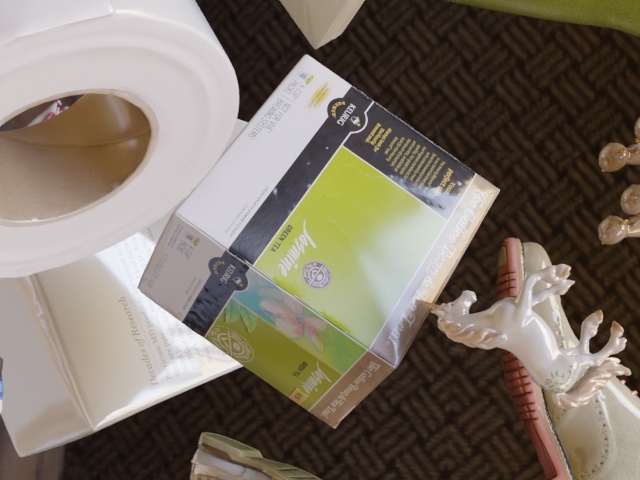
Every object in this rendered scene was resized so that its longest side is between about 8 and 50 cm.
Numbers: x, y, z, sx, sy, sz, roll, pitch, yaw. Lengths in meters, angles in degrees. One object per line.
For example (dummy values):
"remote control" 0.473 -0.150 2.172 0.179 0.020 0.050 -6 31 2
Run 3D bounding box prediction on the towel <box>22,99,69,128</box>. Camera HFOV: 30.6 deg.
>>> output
"towel" -0.420 -0.018 1.401 0.237 0.037 0.329 -32 27 29

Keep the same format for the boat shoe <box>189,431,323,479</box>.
"boat shoe" -0.093 0.423 1.975 0.302 0.113 0.103 18 88 36

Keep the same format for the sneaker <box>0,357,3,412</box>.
"sneaker" -0.428 0.152 1.343 0.152 0.058 0.084 1 83 26

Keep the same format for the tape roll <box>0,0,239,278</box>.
"tape roll" -0.205 -0.094 0.854 0.286 0.286 0.100 -35 63 12

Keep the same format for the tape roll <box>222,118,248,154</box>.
"tape roll" -0.141 -0.132 1.995 0.392 0.392 0.072 15 81 23

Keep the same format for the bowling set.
"bowling set" 0.459 -0.125 1.644 0.154 0.287 0.200 -12 68 -25

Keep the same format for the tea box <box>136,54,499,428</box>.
"tea box" 0.000 0.000 1.519 0.323 0.220 0.329 35 54 1

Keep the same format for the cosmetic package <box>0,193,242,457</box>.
"cosmetic package" -0.346 0.128 1.991 0.329 0.394 0.327 -26 86 52

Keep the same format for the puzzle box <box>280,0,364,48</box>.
"puzzle box" -0.068 -0.468 1.477 0.052 0.272 0.409 -34 87 -20

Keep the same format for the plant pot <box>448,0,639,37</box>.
"plant pot" 0.162 -0.326 0.898 0.353 0.366 0.366 28 91 18

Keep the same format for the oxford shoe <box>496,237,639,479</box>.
"oxford shoe" 0.295 0.181 1.330 0.147 0.140 0.397 -14 87 1

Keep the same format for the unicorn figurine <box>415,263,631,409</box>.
"unicorn figurine" 0.169 0.071 0.948 0.111 0.060 0.162 -41 78 1
